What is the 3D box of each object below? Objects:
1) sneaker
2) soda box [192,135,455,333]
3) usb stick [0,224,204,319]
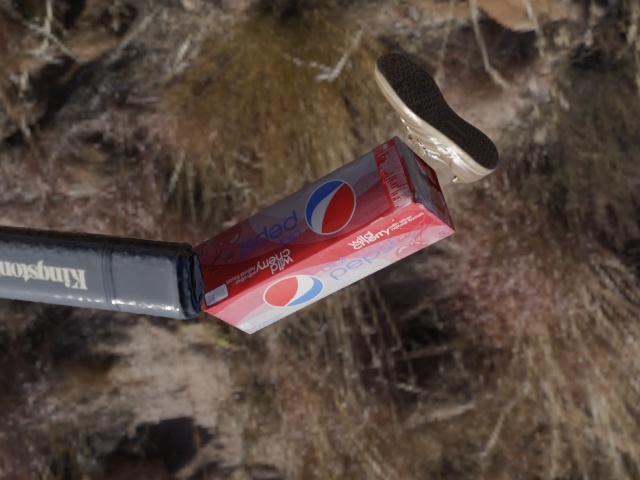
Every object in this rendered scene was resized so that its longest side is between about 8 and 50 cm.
[{"bbox_3d":[0.121,-0.134,1.276,0.071,0.188,0.066,-34,-165,51],"label":"sneaker"},{"bbox_3d":[0.000,0.000,1.141,0.263,0.083,0.092,-27,147,21],"label":"soda box"},{"bbox_3d":[-0.235,0.026,1.000,0.278,0.077,0.045,5,-149,19],"label":"usb stick"}]
